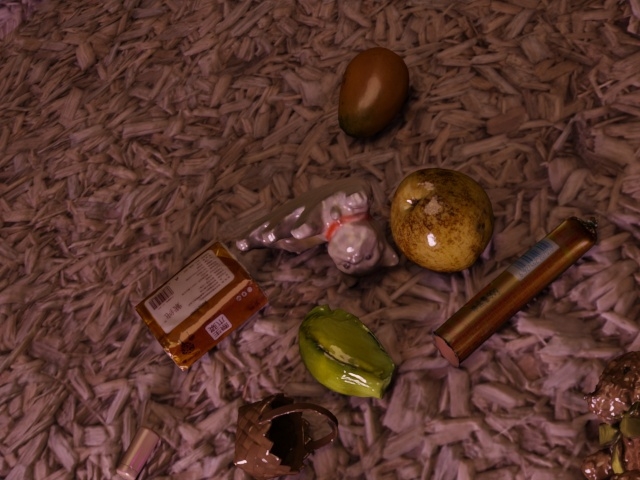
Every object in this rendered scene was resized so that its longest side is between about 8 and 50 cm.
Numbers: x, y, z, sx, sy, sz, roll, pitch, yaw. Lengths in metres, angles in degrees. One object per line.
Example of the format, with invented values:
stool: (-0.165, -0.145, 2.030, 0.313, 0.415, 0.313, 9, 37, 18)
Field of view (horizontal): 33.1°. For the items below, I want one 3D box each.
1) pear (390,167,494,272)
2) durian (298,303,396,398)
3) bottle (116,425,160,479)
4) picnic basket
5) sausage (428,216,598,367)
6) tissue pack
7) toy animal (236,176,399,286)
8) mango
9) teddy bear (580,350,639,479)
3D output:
pear: (0.221, -0.044, 1.990, 0.197, 0.197, 0.197, -14, 47, 16)
durian: (0.035, 0.200, 1.939, 0.139, 0.101, 0.250, -14, 33, -36)
bottle: (-0.339, 0.395, 1.996, 0.045, 0.045, 0.096, 11, 60, 34)
picnic basket: (-0.055, 0.330, 1.843, 0.178, 0.128, 0.138, -20, 46, 24)
sausage: (0.351, 0.074, 1.896, 0.371, 0.082, 0.082, -40, 45, -10)
tissue pack: (-0.238, 0.125, 2.145, 0.226, 0.092, 0.183, -38, 45, -9)
toy animal: (0.000, 0.000, 2.113, 0.307, 0.188, 0.266, -32, 22, 14)
mango: (0.115, -0.320, 2.334, 0.151, 0.120, 0.221, -6, 56, 27)
teddy bear: (0.447, 0.288, 1.557, 0.296, 0.246, 0.222, -24, 57, -35)
